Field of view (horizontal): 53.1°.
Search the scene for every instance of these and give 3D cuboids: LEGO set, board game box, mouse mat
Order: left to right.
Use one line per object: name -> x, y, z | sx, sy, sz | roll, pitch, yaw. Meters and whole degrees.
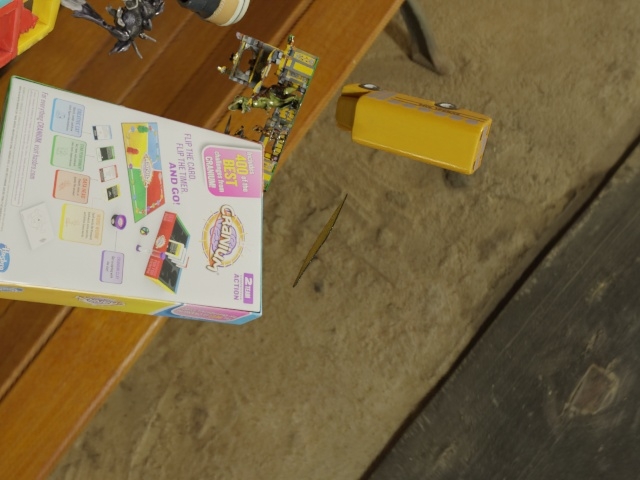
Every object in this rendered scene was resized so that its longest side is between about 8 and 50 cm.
board game box -> -0.222, -0.036, 0.768 | 0.064, 0.316, 0.242 | -29, 56, 52
LEGO set -> -0.142, -0.278, 1.302 | 0.192, 0.255, 0.331 | 22, 114, -6
mouse mat -> 0.000, 0.000, 1.347 | 0.007, 0.190, 0.153 | 31, 39, -5

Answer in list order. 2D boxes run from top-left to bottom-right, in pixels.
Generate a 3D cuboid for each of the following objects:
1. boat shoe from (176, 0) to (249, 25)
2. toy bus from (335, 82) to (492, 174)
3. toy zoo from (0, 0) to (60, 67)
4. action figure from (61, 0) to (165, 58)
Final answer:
boat shoe -> -0.328, -0.725, 1.507 | 0.187, 0.156, 0.500 | -39, 68, 41
toy bus -> 0.182, -0.241, 1.349 | 0.332, 0.108, 0.130 | 19, 29, 21
toy zoo -> -0.379, -0.303, 0.780 | 0.030, 0.192, 0.293 | 28, 42, -6
action figure -> -0.363, -0.449, 1.134 | 0.141, 0.276, 0.164 | 36, 69, 8
